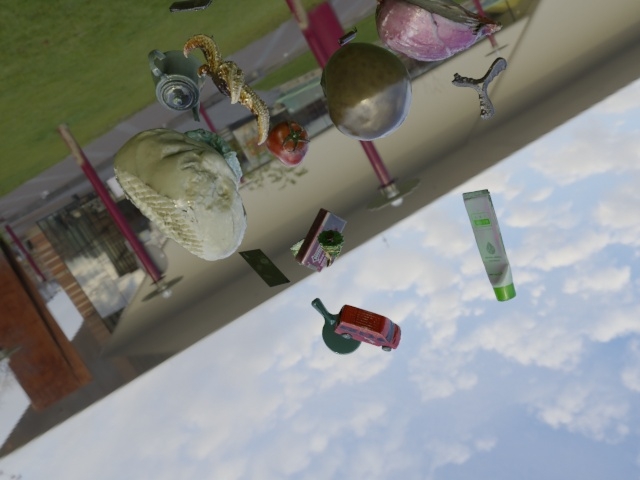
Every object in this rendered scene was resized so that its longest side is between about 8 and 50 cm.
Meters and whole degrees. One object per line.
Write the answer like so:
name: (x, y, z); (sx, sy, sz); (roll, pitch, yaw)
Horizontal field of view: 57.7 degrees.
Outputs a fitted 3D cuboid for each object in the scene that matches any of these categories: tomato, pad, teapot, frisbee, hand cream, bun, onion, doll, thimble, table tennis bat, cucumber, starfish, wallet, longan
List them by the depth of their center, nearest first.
starfish: (-0.159, -0.275, 1.029); (0.071, 0.216, 0.238); (-42, -163, 4)
hand cream: (0.413, 0.011, 1.403); (0.079, 0.275, 0.050); (-14, -171, 32)
bun: (-0.320, -0.125, 1.417); (0.211, 0.360, 0.359); (-47, -161, -20)
onion: (0.294, -0.548, 1.522); (0.267, 0.348, 0.159); (-86, -162, -49)
thimble: (-0.334, -0.215, 1.691); (0.210, 0.186, 0.149); (0, 154, 9)
teapot: (-0.423, -0.452, 1.699); (0.162, 0.239, 0.149); (-20, -131, 14)
doll: (0.042, 0.025, 1.725); (0.076, 0.113, 0.078); (-8, -139, 17)
table tennis bat: (0.044, 0.258, 1.781); (0.124, 0.201, 0.033); (-40, 174, -3)
longan: (0.150, -0.488, 1.907); (0.318, 0.319, 0.319); (-27, -167, 7)
frisbee: (0.535, -0.528, 1.984); (0.187, 0.211, 0.012); (6, -167, -11)
tomato: (-0.118, -0.353, 2.110); (0.167, 0.167, 0.167); (-27, -167, 7)
wallet: (-0.482, -0.874, 2.160); (0.156, 0.018, 0.082); (1, -137, 14)
pad: (-0.207, 0.100, 2.161); (0.127, 0.190, 0.004); (-10, 141, -57)
cucumber: (-0.024, 0.019, 2.381); (0.192, 0.115, 0.086); (-27, -161, 2)

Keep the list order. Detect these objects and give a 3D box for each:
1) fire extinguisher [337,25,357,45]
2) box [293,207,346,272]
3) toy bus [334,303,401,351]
fire extinguisher: (0.092, -0.681, 1.959); (0.100, 0.032, 0.046); (-42, 161, -33)
box: (0.000, 0.000, 2.186); (0.069, 0.120, 0.224); (27, -89, 47)
toy bus: (0.143, 0.248, 1.665); (0.089, 0.195, 0.081); (114, -6, -61)
